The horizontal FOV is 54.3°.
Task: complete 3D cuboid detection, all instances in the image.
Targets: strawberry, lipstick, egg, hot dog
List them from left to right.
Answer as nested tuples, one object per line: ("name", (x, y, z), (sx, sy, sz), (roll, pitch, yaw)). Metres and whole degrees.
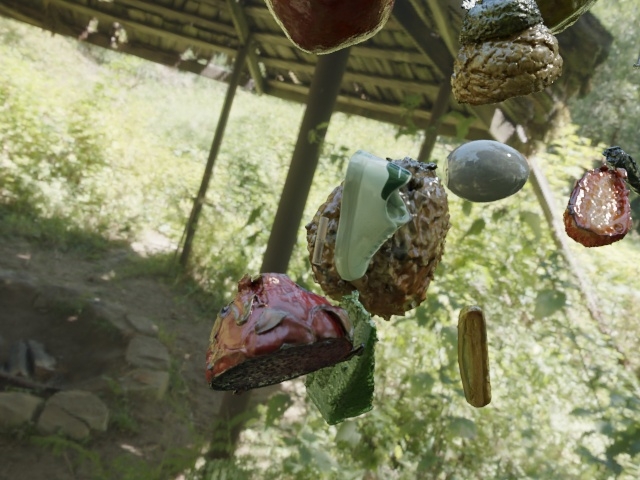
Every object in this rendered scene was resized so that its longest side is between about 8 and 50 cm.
("lipstick", (0.000, 0.000, 1.235), (0.019, 0.094, 0.019), (10, -9, 2))
("hot dog", (0.314, 0.235, 1.280), (0.066, 0.215, 0.047), (-5, 10, 22))
("egg", (0.461, -0.190, 1.734), (0.232, 0.176, 0.176), (6, 4, 0))
("strawberry", (0.538, -0.058, 1.203), (0.121, 0.188, 0.082), (20, -34, 21))

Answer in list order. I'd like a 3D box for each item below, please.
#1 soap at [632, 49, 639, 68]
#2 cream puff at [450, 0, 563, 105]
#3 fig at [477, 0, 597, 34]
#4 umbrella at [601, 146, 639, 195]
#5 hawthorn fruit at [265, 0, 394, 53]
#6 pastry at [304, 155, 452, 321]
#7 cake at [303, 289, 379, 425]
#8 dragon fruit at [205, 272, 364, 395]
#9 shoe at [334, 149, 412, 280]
("soap", (0.480, -0.226, 0.729), (0.159, 0.302, 0.258), (10, -25, 35))
("cream puff", (0.289, -0.327, 1.024), (0.184, 0.168, 0.183), (-18, 23, 8))
("fig", (0.466, -0.623, 1.420), (0.344, 0.343, 0.343), (16, 4, -1))
("umbrella", (0.794, -0.159, 1.577), (0.236, 0.059, 0.066), (31, 36, -31))
("hawthorn fruit", (0.018, -0.495, 1.148), (0.295, 0.294, 0.311), (15, 15, -18))
("pastry", (0.128, -0.007, 1.464), (0.293, 0.404, 0.337), (24, 14, 31))
("cake", (0.034, 0.199, 1.034), (0.099, 0.235, 0.100), (-21, 47, -21))
("dragon fruit", (-0.069, 0.120, 0.912), (0.224, 0.148, 0.218), (-21, -24, 5))
("shoe", (0.091, -0.024, 1.063), (0.110, 0.264, 0.095), (15, 42, 17))
